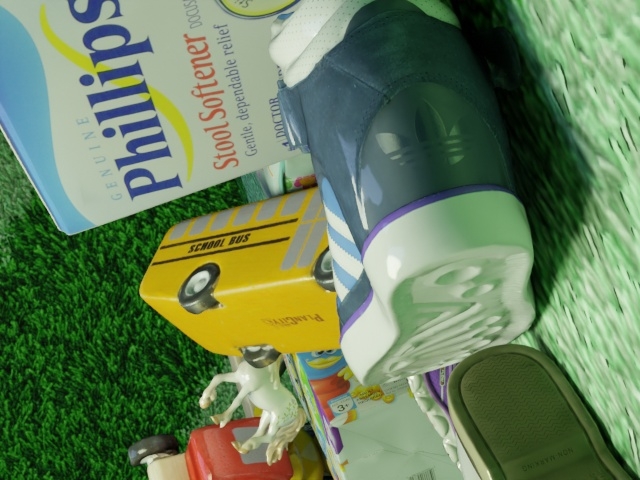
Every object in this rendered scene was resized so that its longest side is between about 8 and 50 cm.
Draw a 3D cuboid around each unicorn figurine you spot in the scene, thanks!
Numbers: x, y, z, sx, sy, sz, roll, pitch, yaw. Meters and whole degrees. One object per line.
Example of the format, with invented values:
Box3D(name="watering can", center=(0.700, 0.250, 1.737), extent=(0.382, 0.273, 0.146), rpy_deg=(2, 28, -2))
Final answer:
Box3D(name="unicorn figurine", center=(-0.062, 0.154, 1.100), extent=(0.060, 0.111, 0.162), rpy_deg=(41, 166, 41))

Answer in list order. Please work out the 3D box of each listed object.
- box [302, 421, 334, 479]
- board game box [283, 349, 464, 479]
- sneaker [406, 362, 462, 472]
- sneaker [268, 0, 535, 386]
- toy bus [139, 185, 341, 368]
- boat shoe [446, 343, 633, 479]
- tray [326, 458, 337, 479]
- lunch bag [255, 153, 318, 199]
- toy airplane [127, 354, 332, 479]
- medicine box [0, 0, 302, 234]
Box3D(name="box", center=(0.085, 0.386, 1.482), extent=(0.295, 0.073, 0.293), rpy_deg=(-22, 87, 59))
Box3D(name="board game box", center=(0.051, 0.143, 1.136), extent=(0.275, 0.144, 0.142), rpy_deg=(-124, 16, -60))
Box3D(name="sneaker", center=(0.127, 0.135, 0.877), extent=(0.170, 0.071, 0.068), rpy_deg=(56, -159, -38))
Box3D(name="sneaker", center=(0.048, -0.049, 0.707), extent=(0.323, 0.130, 0.236), rpy_deg=(82, 171, -70))
Box3D(name="toy bus", center=(-0.021, 0.030, 0.977), extent=(0.332, 0.130, 0.108), rpy_deg=(-12, 134, 44))
Box3D(name="boat shoe", center=(0.158, 0.202, 0.653), extent=(0.302, 0.113, 0.103), rpy_deg=(-102, -3, -49))
Box3D(name="tray", center=(0.153, 0.397, 1.107), extent=(0.203, 0.076, 0.411), rpy_deg=(41, -164, -43))
Box3D(name="lunch bag", center=(-0.023, -0.115, 1.108), extent=(0.279, 0.107, 0.224), rpy_deg=(80, 169, -58))
Box3D(name="toy airplane", center=(-0.043, 0.303, 1.363), extent=(0.384, 0.272, 0.386), rpy_deg=(-99, -16, -69))
Box3D(name="medicine box", center=(-0.102, -0.171, 0.777), extent=(0.263, 0.289, 0.149), rpy_deg=(79, 168, -58))
